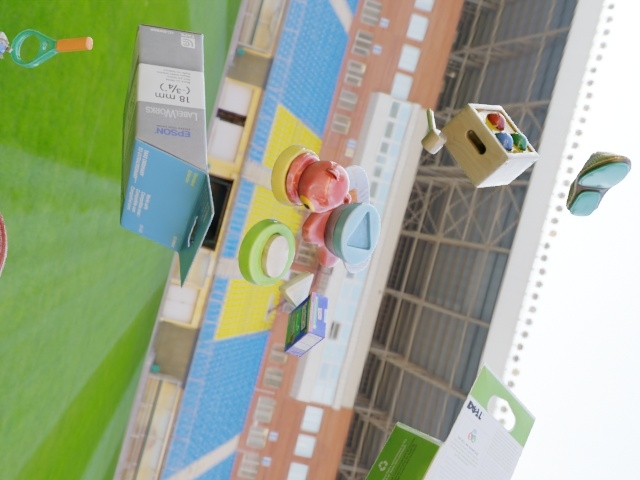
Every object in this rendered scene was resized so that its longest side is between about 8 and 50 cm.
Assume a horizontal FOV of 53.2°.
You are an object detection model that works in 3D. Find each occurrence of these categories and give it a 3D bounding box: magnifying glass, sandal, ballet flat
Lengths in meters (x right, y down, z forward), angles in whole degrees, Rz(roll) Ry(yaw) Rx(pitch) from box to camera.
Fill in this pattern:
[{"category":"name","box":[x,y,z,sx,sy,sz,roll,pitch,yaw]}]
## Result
[{"category":"magnifying glass","box":[-0.643,-0.461,1.520,0.026,0.231,0.092,19,74,-71]},{"category":"sandal","box":[0.057,-0.050,1.494,0.076,0.102,0.265,35,-45,54]},{"category":"ballet flat","box":[0.452,-0.108,1.056,0.206,0.073,0.067,88,12,-69]}]

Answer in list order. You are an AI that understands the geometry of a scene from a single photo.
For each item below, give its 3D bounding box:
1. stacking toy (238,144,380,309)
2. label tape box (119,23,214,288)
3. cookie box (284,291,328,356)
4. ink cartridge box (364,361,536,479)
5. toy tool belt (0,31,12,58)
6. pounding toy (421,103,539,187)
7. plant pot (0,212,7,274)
[{"category":"stacking toy","box":[0.000,0.000,1.251,0.130,0.309,0.279,19,-106,37]},{"category":"label tape box","box":[-0.249,-0.126,0.996,0.240,0.106,0.333,125,-37,-53]},{"category":"cookie box","box":[-0.028,0.167,1.269,0.107,0.040,0.091,-46,-150,46]},{"category":"ink cartridge box","box":[0.193,0.322,0.939,0.097,0.189,0.255,7,-122,52]},{"category":"toy tool belt","box":[-0.735,-0.427,1.429,0.051,0.083,0.052,61,-7,13]},{"category":"pounding toy","box":[0.270,-0.194,1.143,0.094,0.206,0.181,-45,-113,37]},{"category":"plant pot","box":[-0.517,-0.041,0.753,0.265,0.273,0.272,-39,-144,57]}]
